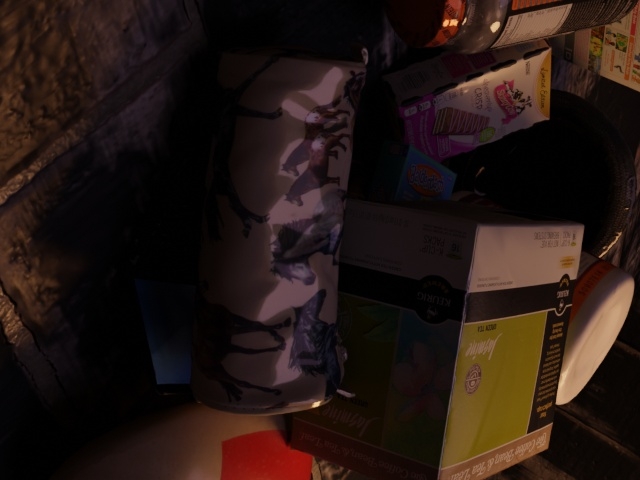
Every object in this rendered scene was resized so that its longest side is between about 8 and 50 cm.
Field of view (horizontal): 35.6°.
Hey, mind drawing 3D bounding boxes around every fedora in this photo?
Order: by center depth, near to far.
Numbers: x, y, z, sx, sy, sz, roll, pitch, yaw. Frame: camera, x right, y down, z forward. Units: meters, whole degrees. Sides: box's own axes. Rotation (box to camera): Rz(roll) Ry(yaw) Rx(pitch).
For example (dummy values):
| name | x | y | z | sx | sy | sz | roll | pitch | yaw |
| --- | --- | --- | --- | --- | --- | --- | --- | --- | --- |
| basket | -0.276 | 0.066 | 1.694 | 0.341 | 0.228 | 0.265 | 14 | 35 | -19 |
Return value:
| name | x | y | z | sx | sy | sz | roll | pitch | yaw |
| --- | --- | --- | --- | --- | --- | --- | --- | --- | --- |
| fedora | 0.377 | -0.099 | 1.631 | 0.152 | 0.334 | 0.334 | -24 | 136 | -47 |

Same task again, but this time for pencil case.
| name | x | y | z | sx | sy | sz | roll | pitch | yaw |
| --- | --- | --- | --- | --- | --- | --- | --- | --- | --- |
| pencil case | -0.040 | -0.020 | 1.098 | 0.183 | 0.160 | 0.411 | 1 | 98 | -32 |

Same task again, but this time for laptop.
| name | x | y | z | sx | sy | sz | roll | pitch | yaw |
| --- | --- | --- | --- | --- | --- | --- | --- | --- | --- |
| laptop | -0.104 | 0.036 | 1.189 | 0.264 | 0.136 | 0.234 | -57 | 154 | 10 |

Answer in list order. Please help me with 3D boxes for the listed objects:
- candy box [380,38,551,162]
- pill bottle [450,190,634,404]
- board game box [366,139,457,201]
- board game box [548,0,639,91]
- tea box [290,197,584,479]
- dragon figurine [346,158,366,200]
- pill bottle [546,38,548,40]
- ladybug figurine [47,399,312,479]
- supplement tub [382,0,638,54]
| name | x | y | z | sx | sy | sz | roll | pitch | yaw |
| --- | --- | --- | --- | --- | --- | --- | --- | --- | --- |
| candy box | 0.214 | -0.205 | 1.441 | 0.233 | 0.071 | 0.159 | -23 | 145 | -3 |
| pill bottle | 0.256 | 0.060 | 1.538 | 0.224 | 0.392 | 0.224 | -40 | 148 | -32 |
| board game box | 0.115 | -0.018 | 1.405 | 0.160 | 0.047 | 0.210 | 23 | 83 | -56 |
| board game box | 0.445 | -0.366 | 1.529 | 0.097 | 0.303 | 0.224 | -46 | 150 | -21 |
| tea box | 0.157 | 0.117 | 1.269 | 0.329 | 0.219 | 0.324 | 0 | 99 | -55 |
| dragon figurine | 0.000 | 0.000 | 1.351 | 0.289 | 0.085 | 0.144 | -84 | -170 | -54 |
| pill bottle | 0.293 | -0.339 | 1.505 | 0.117 | 0.117 | 0.215 | -35 | 144 | -39 |
| ladybug figurine | -0.151 | 0.316 | 1.264 | 0.305 | 0.162 | 0.449 | -34 | 160 | 20 |
| supplement tub | 0.246 | -0.347 | 1.271 | 0.315 | 0.194 | 0.194 | -15 | 133 | -24 |
